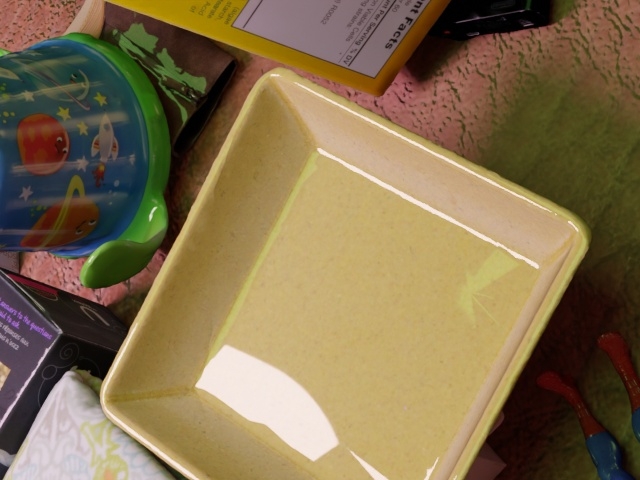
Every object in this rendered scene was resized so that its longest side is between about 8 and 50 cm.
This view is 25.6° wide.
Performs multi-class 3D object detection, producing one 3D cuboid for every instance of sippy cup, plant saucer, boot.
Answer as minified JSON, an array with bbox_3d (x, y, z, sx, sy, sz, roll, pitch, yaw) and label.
[{"bbox_3d":[-0.306,-0.085,1.388,0.305,0.224,0.240,7,100,31],"label":"sippy cup"},{"bbox_3d":[0.020,0.072,1.130,0.333,0.081,0.332,30,95,32],"label":"plant saucer"},{"bbox_3d":[-0.161,-0.230,1.492,0.207,0.090,0.248,30,91,26],"label":"boot"}]

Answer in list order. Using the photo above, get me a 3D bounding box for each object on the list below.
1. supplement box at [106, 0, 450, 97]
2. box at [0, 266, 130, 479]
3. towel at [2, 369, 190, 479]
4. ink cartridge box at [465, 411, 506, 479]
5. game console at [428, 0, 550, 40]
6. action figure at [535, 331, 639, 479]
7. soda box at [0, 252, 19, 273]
[{"bbox_3d":[-0.059,-0.297,1.213,0.194,0.356,0.195,-52,41,29],"label":"supplement box"},{"bbox_3d":[-0.299,0.185,1.369,0.143,0.165,0.270,37,96,39],"label":"box"},{"bbox_3d":[-0.187,0.334,1.177,0.374,0.090,0.320,37,96,42],"label":"towel"},{"bbox_3d":[0.070,0.186,1.170,0.198,0.067,0.115,-49,54,12],"label":"ink cartridge box"},{"bbox_3d":[0.244,-0.302,1.237,0.361,0.044,0.213,-6,71,33],"label":"game console"},{"bbox_3d":[0.232,0.196,1.013,0.091,0.139,0.280,-37,58,21],"label":"action figure"},{"bbox_3d":[-0.441,0.027,1.588,0.216,0.069,0.074,-18,64,28],"label":"soda box"}]
